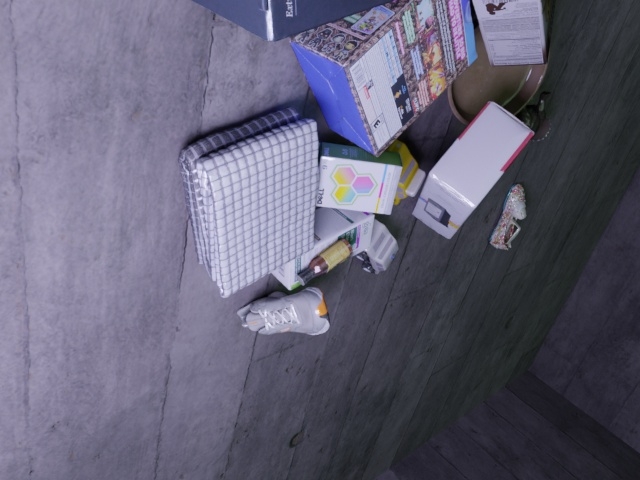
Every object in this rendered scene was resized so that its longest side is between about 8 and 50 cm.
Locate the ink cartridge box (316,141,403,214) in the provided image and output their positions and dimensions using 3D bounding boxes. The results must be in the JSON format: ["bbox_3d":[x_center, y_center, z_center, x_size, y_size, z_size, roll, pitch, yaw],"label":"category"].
[{"bbox_3d":[0.042,-0.121,1.102,0.209,0.062,0.109,7,125,-4],"label":"ink cartridge box"}]

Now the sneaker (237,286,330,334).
[{"bbox_3d":[-0.081,0.157,1.181,0.121,0.262,0.099,-13,89,-32],"label":"sneaker"}]

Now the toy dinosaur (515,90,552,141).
[{"bbox_3d":[0.538,-0.315,1.559,0.313,0.121,0.160,-30,127,-35],"label":"toy dinosaur"}]

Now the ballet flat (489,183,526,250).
[{"bbox_3d":[0.642,-0.072,1.932,0.091,0.077,0.241,-18,132,-38],"label":"ballet flat"}]

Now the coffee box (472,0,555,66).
[{"bbox_3d":[0.366,-0.466,1.078,0.297,0.118,0.168,21,76,-65],"label":"coffee box"}]

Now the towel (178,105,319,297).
[{"bbox_3d":[-0.118,-0.071,1.025,0.235,0.121,0.284,-29,138,-32],"label":"towel"}]

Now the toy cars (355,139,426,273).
[{"bbox_3d":[0.170,-0.057,1.364,0.176,0.087,0.394,-35,144,-47],"label":"toy cars"}]

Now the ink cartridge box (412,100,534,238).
[{"bbox_3d":[0.345,-0.152,1.362,0.226,0.131,0.306,-51,169,-8],"label":"ink cartridge box"}]

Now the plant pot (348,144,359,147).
[{"bbox_3d":[0.053,-0.162,1.180,0.079,0.083,0.083,-32,142,-45],"label":"plant pot"}]

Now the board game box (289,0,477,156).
[{"bbox_3d":[0.124,-0.343,1.035,0.291,0.141,0.232,-45,145,-10],"label":"board game box"}]

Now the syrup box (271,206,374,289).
[{"bbox_3d":[0.000,0.000,1.239,0.236,0.096,0.093,-26,139,-31],"label":"syrup box"}]

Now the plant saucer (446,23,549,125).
[{"bbox_3d":[0.406,-0.395,1.340,0.277,0.041,0.278,-14,128,-19],"label":"plant saucer"}]

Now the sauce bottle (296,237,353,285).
[{"bbox_3d":[0.007,0.044,1.167,0.128,0.042,0.042,-35,142,-19],"label":"sauce bottle"}]

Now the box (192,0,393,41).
[{"bbox_3d":[0.020,-0.474,0.737,0.395,0.212,0.294,-30,140,-30],"label":"box"}]
